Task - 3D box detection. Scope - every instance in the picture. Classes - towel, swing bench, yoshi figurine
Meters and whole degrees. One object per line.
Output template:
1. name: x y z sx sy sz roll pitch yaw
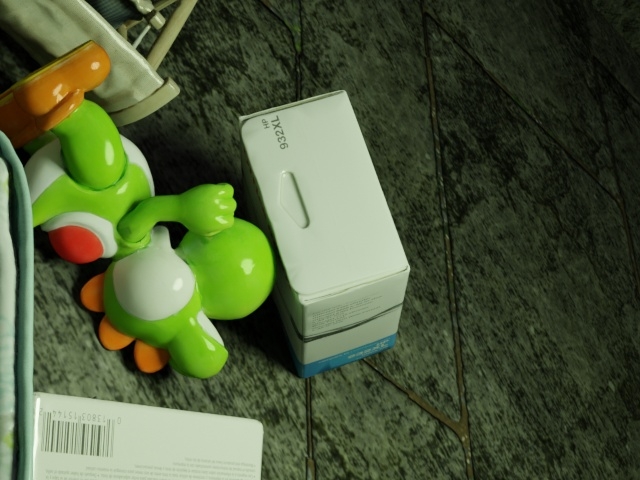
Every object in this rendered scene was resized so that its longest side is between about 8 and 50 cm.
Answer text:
1. towel: -0.285 0.145 1.269 0.090 0.320 0.374 7 52 -18
2. swing bench: -0.273 -0.281 1.843 0.253 0.165 0.254 45 36 -29
3. yoshi figurine: -0.174 -0.036 1.745 0.362 0.203 0.203 59 20 -10

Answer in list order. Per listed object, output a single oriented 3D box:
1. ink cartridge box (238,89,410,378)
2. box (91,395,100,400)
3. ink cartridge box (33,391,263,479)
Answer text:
1. ink cartridge box: 0.000 0.000 1.902 0.307 0.129 0.223 93 -21 -71
2. box: -0.182 0.286 1.556 0.232 0.059 0.183 51 30 -17
3. ink cartridge box: -0.168 0.274 1.459 0.296 0.066 0.261 16 73 -51
